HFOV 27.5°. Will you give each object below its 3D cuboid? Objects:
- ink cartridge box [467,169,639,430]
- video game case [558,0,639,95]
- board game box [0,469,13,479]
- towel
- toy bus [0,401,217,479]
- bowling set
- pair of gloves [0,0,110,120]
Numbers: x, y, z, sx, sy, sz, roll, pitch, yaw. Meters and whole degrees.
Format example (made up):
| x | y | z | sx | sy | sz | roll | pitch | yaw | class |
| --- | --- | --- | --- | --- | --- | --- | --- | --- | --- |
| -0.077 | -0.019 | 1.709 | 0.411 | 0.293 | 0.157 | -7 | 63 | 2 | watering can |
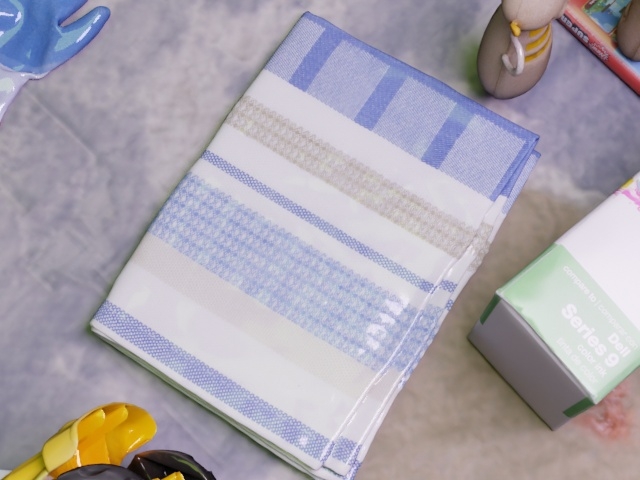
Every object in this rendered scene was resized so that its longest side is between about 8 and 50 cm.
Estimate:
| x | y | z | sx | sy | sz | roll | pitch | yaw | class |
| --- | --- | --- | --- | --- | --- | --- | --- | --- | --- |
| 0.207 | 0.014 | 0.828 | 0.212 | 0.154 | 0.093 | -40 | 79 | -10 | ink cartridge box |
| 0.236 | -0.238 | 0.960 | 0.204 | 0.025 | 0.285 | -43 | 79 | -10 | video game case |
| -0.149 | 0.232 | 0.832 | 0.211 | 0.039 | 0.160 | 4 | 76 | 2 | board game box |
| 0.000 | 0.000 | 0.896 | 0.209 | 0.034 | 0.285 | 30 | 76 | 10 | towel |
| -0.143 | 0.234 | 0.747 | 0.211 | 0.149 | 0.220 | -31 | 81 | 6 | toy bus |
| 0.232 | -0.214 | 0.861 | 0.199 | 0.154 | 0.287 | 15 | 76 | 4 | bowling set |
| -0.256 | -0.183 | 0.948 | 0.198 | 0.023 | 0.159 | 32 | 78 | 7 | pair of gloves |
